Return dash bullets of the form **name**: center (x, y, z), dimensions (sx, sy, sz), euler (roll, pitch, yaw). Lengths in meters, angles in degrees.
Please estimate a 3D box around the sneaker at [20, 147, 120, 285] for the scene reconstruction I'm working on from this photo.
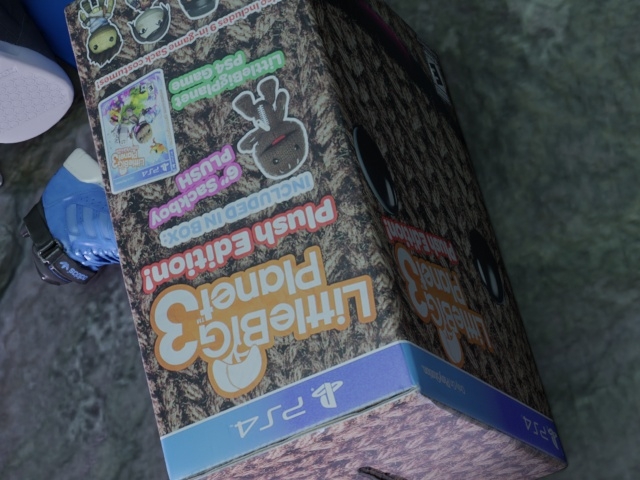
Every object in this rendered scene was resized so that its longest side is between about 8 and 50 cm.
- **sneaker**: center (-0.142, 0.007, 1.126), dimensions (0.152, 0.058, 0.084), euler (38, 87, 35)

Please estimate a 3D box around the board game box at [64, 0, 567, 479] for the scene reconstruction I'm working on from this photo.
- **board game box**: center (0.000, 0.000, 0.957), dimensions (0.141, 0.232, 0.291), euler (-24, 66, 19)

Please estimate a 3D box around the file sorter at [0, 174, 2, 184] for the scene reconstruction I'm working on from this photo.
- **file sorter**: center (-0.415, -0.069, 1.224), dimensions (0.277, 0.173, 0.193), euler (-33, 62, 15)

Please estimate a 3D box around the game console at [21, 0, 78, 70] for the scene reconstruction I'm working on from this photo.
- **game console**: center (-0.104, -0.253, 1.208), dimensions (0.293, 0.173, 0.250), euler (33, 60, 30)

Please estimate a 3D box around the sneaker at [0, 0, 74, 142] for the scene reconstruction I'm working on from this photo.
- **sneaker**: center (-0.292, -0.169, 1.118), dimensions (0.104, 0.296, 0.147), euler (-40, 62, 13)
